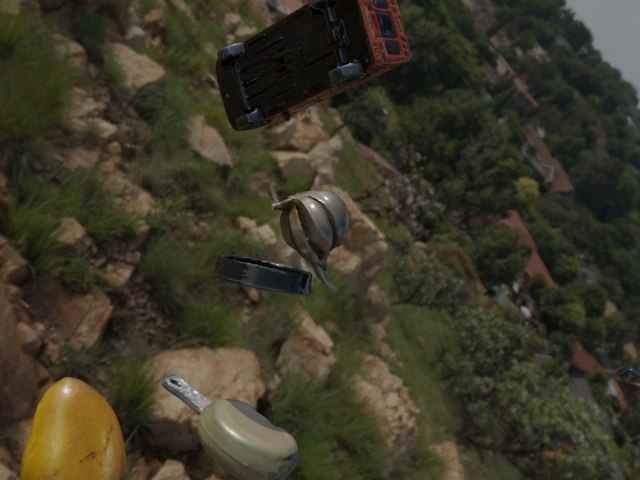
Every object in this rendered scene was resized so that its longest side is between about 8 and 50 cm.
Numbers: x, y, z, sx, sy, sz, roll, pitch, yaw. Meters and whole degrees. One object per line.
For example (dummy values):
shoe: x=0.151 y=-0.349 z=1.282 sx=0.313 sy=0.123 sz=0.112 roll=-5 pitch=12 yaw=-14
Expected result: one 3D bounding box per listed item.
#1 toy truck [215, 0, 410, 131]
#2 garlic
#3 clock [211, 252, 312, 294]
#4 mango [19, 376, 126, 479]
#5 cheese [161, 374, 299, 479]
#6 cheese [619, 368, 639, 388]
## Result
toy truck: x=-0.018 y=-0.220 z=0.857 sx=0.114 sy=0.252 sz=0.108 roll=-17 pitch=91 yaw=-47
garlic: x=0.000 y=0.000 z=1.202 sx=0.131 sy=0.127 sz=0.194 roll=-10 pitch=85 yaw=-69
clock: x=-0.103 y=0.060 z=1.244 sx=0.184 sy=0.184 sz=0.040 roll=9 pitch=93 yaw=-56
mango: x=-0.352 y=0.306 z=0.979 sx=0.144 sy=0.112 sz=0.219 roll=1 pitch=83 yaw=-37
cheese: x=-0.170 y=0.325 z=1.223 sx=0.286 sy=0.082 sz=0.163 roll=34 pitch=7 yaw=22
cheese: x=0.586 y=0.264 z=1.172 sx=0.145 sy=0.095 sz=0.038 roll=30 pitch=65 yaw=12
